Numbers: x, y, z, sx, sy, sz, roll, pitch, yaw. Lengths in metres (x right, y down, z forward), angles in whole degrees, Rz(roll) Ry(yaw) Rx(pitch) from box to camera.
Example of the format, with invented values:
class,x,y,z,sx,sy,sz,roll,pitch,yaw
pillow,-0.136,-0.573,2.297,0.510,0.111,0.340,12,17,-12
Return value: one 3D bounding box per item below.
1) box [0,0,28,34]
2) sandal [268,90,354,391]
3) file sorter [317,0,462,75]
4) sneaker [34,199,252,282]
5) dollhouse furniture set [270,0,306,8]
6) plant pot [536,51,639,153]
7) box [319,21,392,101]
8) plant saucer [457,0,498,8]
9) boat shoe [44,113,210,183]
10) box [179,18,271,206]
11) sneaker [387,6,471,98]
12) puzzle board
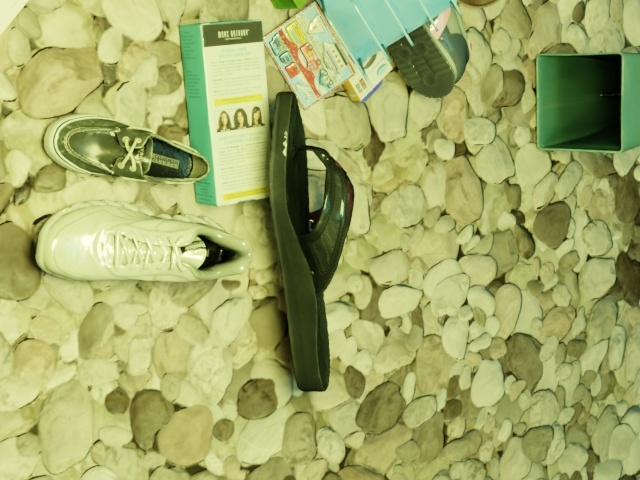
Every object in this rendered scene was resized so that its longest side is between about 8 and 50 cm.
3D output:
class,x,y,z,sx,sy,sz,roll,pitch,yaw
box,-0.412,-0.324,1.248,0.170,0.091,0.130,45,70,-33
sandal,0.000,0.000,1.566,0.107,0.167,0.445,-4,112,8
file sorter,0.099,-0.326,1.550,0.170,0.104,0.118,-31,115,10
sneaker,-0.221,0.008,1.431,0.292,0.118,0.110,0,98,-36
dollhouse furniture set,-0.011,-0.391,1.568,0.151,0.059,0.076,-47,122,-22
plant pot,0.513,-0.248,1.934,0.234,0.165,0.165,-12,104,-44
box,0.053,-0.274,1.655,0.081,0.028,0.136,-47,120,-22
plant saucer,0.240,-0.470,1.764,0.199,0.036,0.198,-7,102,-37
boat shoe,-0.243,-0.116,1.422,0.219,0.070,0.077,8,92,-38
box,-0.126,-0.175,1.510,0.101,0.060,0.244,-13,104,-36
sneaker,0.138,-0.379,1.672,0.131,0.112,0.319,-52,127,-41
puzzle board,-0.015,-0.265,1.595,0.096,0.011,0.128,-36,119,-6
